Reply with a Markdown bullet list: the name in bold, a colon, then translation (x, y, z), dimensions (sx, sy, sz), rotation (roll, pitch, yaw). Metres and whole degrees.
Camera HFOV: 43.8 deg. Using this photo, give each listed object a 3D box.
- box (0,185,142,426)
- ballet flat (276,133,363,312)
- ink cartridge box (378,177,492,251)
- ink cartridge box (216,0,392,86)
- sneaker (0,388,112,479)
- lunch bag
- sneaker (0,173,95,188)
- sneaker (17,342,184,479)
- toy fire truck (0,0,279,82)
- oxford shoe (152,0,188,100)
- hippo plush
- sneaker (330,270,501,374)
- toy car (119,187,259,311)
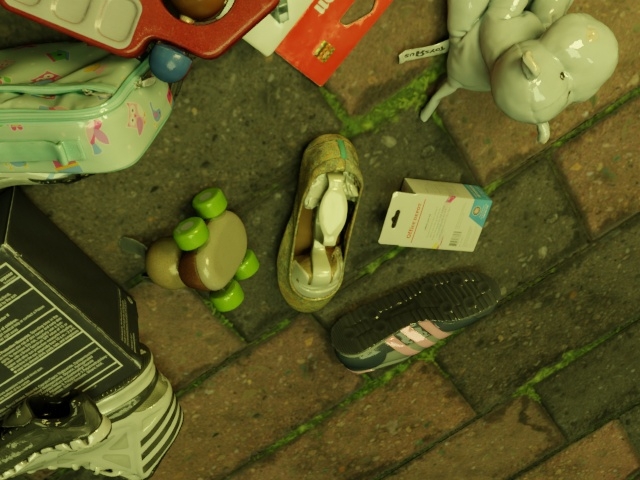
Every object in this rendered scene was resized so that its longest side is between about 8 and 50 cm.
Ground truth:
- **box**: translation (-0.479, 0.128, 1.201), dimensions (0.296, 0.182, 0.294), rotation (-32, 126, 6)
- **ballet flat**: translation (0.000, 0.000, 1.295), dimensions (0.123, 0.123, 0.348), rotation (1, 122, -16)
- **ink cartridge box**: translation (0.185, -0.044, 1.349), dimensions (0.181, 0.061, 0.104), rotation (5, 120, -19)
- **ink cartridge box**: translation (0.003, -0.368, 1.092), dimensions (0.239, 0.060, 0.275), rotation (32, 109, -29)
- **sneaker**: translation (-0.433, 0.276, 1.159), dimensions (0.234, 0.078, 0.106), rotation (-18, 123, -8)
- **lunch bag**: translation (-0.334, -0.168, 0.992), dimensions (0.279, 0.224, 0.108), rotation (-1, 123, 12)
- **sneaker**: translation (-0.410, -0.115, 1.130), dimensions (0.237, 0.085, 0.086), rotation (-9, 91, -19)
- **sneaker**: translation (-0.443, 0.378, 1.381), dimensions (0.447, 0.169, 0.257), rotation (-26, 123, -1)
- **toy fire truck**: translation (-0.192, -0.327, 0.926), dimensions (0.302, 0.169, 0.254), rotation (22, 96, -5)
- **oxford shoe**: translation (-0.221, -0.295, 1.067), dimensions (0.096, 0.083, 0.227), rotation (-1, 110, -12)
- **hippo plush**: translation (0.274, -0.281, 1.114), dimensions (0.294, 0.236, 0.234), rotation (-27, 125, 2)
- **sneaker**: translation (0.177, 0.155, 1.466), dimensions (0.319, 0.112, 0.131), rotation (-18, 142, -1)
- **toy car**: translation (-0.221, 0.023, 1.266), dimensions (0.188, 0.149, 0.155), rotation (-8, 125, 25)
